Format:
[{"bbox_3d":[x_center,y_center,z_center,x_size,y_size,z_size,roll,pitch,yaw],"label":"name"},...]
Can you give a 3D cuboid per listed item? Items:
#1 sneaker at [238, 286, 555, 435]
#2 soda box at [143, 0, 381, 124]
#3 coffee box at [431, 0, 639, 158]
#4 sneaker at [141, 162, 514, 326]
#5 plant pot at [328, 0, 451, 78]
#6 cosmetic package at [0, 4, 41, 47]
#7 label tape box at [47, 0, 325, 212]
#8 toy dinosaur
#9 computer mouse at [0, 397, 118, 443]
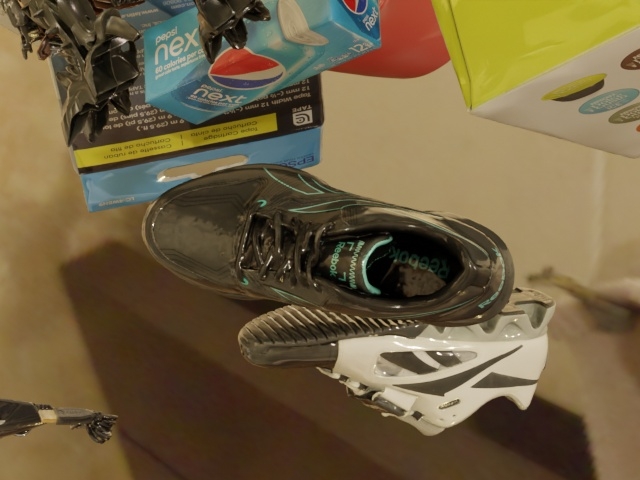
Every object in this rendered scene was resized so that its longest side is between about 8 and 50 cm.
[{"bbox_3d":[0.079,0.133,1.725,0.330,0.122,0.146,-1,106,-16],"label":"sneaker"},{"bbox_3d":[-0.051,-0.168,1.425,0.067,0.210,0.071,20,59,-46],"label":"soda box"},{"bbox_3d":[0.281,-0.297,1.392,0.334,0.337,0.338,8,61,-56],"label":"coffee box"},{"bbox_3d":[0.000,0.000,1.188,0.267,0.106,0.101,7,91,11],"label":"sneaker"},{"bbox_3d":[0.050,-0.312,2.025,0.243,0.275,0.275,15,95,-55],"label":"plant pot"},{"bbox_3d":[-0.377,-0.369,1.642,0.365,0.197,0.155,30,117,-21],"label":"cosmetic package"},{"bbox_3d":[-0.130,-0.189,1.606,0.249,0.115,0.348,-12,146,-5],"label":"label tape box"},{"bbox_3d":[-0.169,-0.196,1.144,0.164,0.322,0.218,-39,79,0],"label":"toy dinosaur"},{"bbox_3d":[-0.381,0.224,2.107,0.262,0.184,0.060,11,83,-24],"label":"computer mouse"}]
